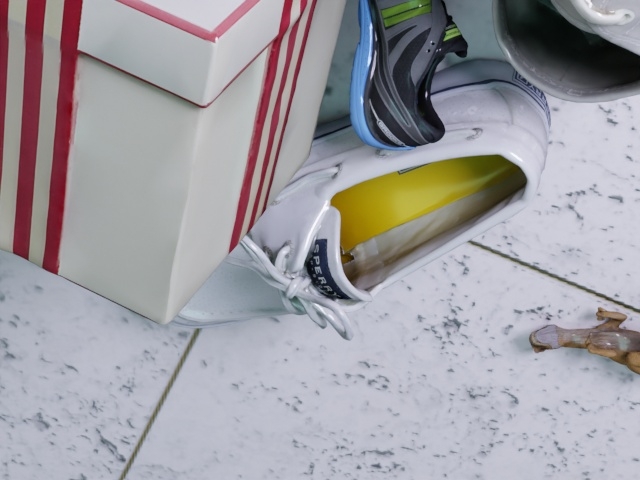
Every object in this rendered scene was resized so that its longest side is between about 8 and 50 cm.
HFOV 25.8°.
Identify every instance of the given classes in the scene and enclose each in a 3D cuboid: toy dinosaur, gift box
[{"bbox_3d":[0.279,0.096,1.150,0.211,0.064,0.112,24,146,1],"label":"toy dinosaur"},{"bbox_3d":[-0.123,-0.154,0.887,0.255,0.276,0.258,22,133,8],"label":"gift box"}]

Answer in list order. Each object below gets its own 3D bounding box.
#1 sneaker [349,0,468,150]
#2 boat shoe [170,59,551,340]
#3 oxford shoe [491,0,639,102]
[{"bbox_3d":[0.064,-0.153,0.943,0.078,0.067,0.188,8,109,21],"label":"sneaker"},{"bbox_3d":[0.006,0.006,1.044,0.367,0.156,0.136,-23,121,23],"label":"boat shoe"},{"bbox_3d":[0.166,-0.191,0.742,0.169,0.130,0.449,32,168,13],"label":"oxford shoe"}]
